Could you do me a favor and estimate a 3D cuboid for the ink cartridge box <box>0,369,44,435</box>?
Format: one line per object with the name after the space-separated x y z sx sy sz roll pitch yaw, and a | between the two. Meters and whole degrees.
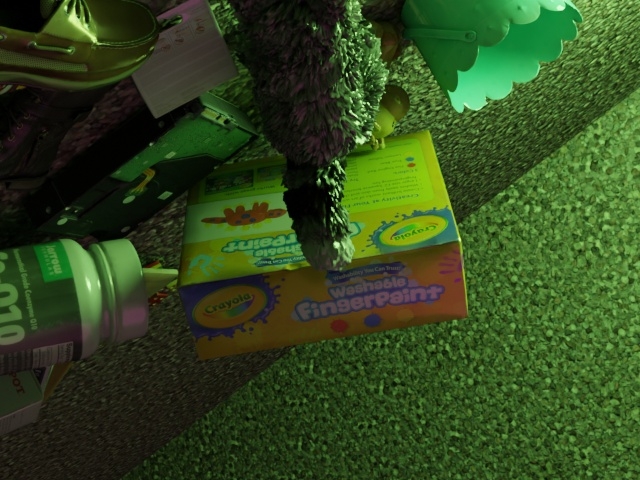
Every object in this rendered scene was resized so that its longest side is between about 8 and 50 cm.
-0.689 0.272 1.875 0.306 0.226 0.131 -20 160 -31 | ink cartridge box

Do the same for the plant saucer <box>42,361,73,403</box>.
-0.704 0.301 2.203 0.333 0.081 0.333 -17 159 -41 | plant saucer

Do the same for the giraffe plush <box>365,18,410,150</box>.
0.078 -0.249 1.776 0.210 0.170 0.181 -40 162 29 | giraffe plush

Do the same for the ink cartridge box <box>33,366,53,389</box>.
-0.524 0.195 2.032 0.045 0.206 0.208 20 144 -10 | ink cartridge box

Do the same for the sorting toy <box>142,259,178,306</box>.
-0.383 0.088 2.192 0.132 0.046 0.274 -37 163 19 | sorting toy

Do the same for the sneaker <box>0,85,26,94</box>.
-0.388 -0.195 1.227 0.185 0.084 0.069 -24 120 -25 | sneaker

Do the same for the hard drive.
-0.288 -0.120 1.707 0.339 0.064 0.237 -34 164 15 | hard drive

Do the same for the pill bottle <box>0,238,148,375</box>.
-0.478 0.109 1.692 0.361 0.204 0.204 -11 157 -24 | pill bottle

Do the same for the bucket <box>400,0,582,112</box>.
0.281 -0.368 1.757 0.281 0.183 0.281 -29 164 -9 | bucket

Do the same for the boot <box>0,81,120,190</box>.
-0.404 -0.163 1.362 0.229 0.091 0.263 -46 162 29 | boot

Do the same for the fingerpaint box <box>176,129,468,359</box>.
0.000 0.000 1.770 0.445 0.371 0.163 -10 123 3 | fingerpaint box

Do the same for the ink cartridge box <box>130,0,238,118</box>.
-0.208 -0.269 1.478 0.145 0.045 0.179 -29 146 -5 | ink cartridge box

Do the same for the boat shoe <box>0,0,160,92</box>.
-0.317 -0.245 1.179 0.324 0.122 0.120 -16 156 -43 | boat shoe

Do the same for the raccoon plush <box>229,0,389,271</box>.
0.006 -0.186 1.431 0.216 0.446 0.299 -18 178 4 | raccoon plush
